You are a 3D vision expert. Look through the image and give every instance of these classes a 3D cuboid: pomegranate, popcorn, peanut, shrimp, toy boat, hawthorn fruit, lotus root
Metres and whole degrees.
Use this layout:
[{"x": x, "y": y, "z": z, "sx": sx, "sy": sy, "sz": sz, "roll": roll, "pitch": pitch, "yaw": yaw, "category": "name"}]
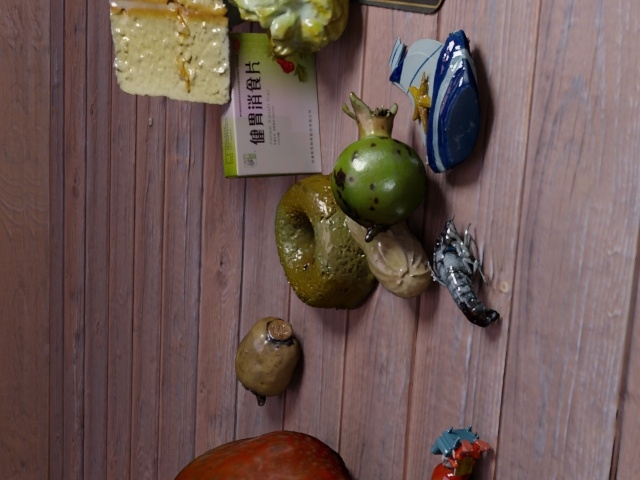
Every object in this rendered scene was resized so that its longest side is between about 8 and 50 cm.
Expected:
[{"x": 0.076, "y": -0.117, "z": 1.669, "sx": 0.156, "sy": 0.156, "sz": 0.220, "roll": -50, "pitch": 59, "yaw": 52, "category": "pomegranate"}, {"x": -0.052, "y": -0.420, "z": 1.841, "sx": 0.184, "sy": 0.221, "sz": 0.204, "roll": -45, "pitch": 15, "yaw": 13, "category": "popcorn"}, {"x": 0.104, "y": 0.003, "z": 1.740, "sx": 0.090, "sy": 0.099, "sz": 0.214, "roll": -55, "pitch": 44, "yaw": 27, "category": "peanut"}, {"x": 0.207, "y": 0.044, "z": 1.590, "sx": 0.082, "sy": 0.076, "sz": 0.174, "roll": -39, "pitch": 57, "yaw": 30, "category": "shrimp"}, {"x": 0.168, "y": -0.236, "z": 1.662, "sx": 0.291, "sy": 0.067, "sz": 0.220, "roll": -119, "pitch": 31, "yaw": -59, "category": "toy boat"}, {"x": -0.108, "y": 0.534, "z": 1.904, "sx": 0.403, "sy": 0.403, "sz": 0.402, "roll": 13, "pitch": 105, "yaw": 60, "category": "hawthorn fruit"}, {"x": -0.110, "y": 0.242, "z": 2.147, "sx": 0.125, "sy": 0.118, "sz": 0.220, "roll": -99, "pitch": 27, "yaw": -46, "category": "lotus root"}]

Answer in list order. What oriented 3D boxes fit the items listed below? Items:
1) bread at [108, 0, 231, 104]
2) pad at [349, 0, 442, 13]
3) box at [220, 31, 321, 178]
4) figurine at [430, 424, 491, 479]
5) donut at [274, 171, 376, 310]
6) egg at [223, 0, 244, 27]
[{"x": -0.286, "y": -0.488, "z": 2.007, "sx": 0.405, "sy": 0.242, "sz": 0.345, "roll": -98, "pitch": 8, "yaw": -60, "category": "bread"}, {"x": 0.080, "y": -0.471, "z": 1.763, "sx": 0.375, "sy": 0.063, "sz": 0.314, "roll": 28, "pitch": 118, "yaw": 58, "category": "pad"}, {"x": -0.093, "y": -0.246, "z": 1.988, "sx": 0.062, "sy": 0.175, "sz": 0.260, "roll": 0, "pitch": 94, "yaw": 60, "category": "box"}, {"x": 0.201, "y": 0.345, "z": 1.638, "sx": 0.075, "sy": 0.068, "sz": 0.140, "roll": 48, "pitch": 131, "yaw": 45, "category": "figurine"}, {"x": 0.000, "y": 0.000, "z": 1.926, "sx": 0.272, "sy": 0.107, "sz": 0.271, "roll": 15, "pitch": 107, "yaw": 62, "category": "donut"}, {"x": -0.194, "y": -0.591, "z": 2.073, "sx": 0.230, "sy": 0.230, "sz": 0.370, "roll": 1, "pitch": 92, "yaw": 61, "category": "egg"}]
